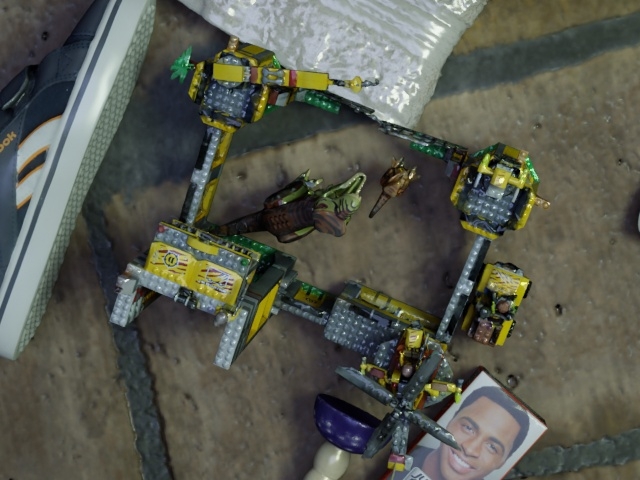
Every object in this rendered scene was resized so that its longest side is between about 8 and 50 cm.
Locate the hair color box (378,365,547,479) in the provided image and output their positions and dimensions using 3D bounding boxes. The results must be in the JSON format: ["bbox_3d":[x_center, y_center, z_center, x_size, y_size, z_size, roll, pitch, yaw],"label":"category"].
[{"bbox_3d":[0.110,0.178,1.075,0.072,0.043,0.141,41,95,5],"label":"hair color box"}]

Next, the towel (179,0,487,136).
[{"bbox_3d":[-0.003,-0.233,1.074,0.282,0.049,0.187,31,95,4],"label":"towel"}]

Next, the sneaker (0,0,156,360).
[{"bbox_3d":[-0.242,-0.070,1.066,0.127,0.126,0.321,24,96,-1],"label":"sneaker"}]

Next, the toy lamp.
[{"bbox_3d":[-0.032,0.261,1.078,0.080,0.080,0.274,27,91,5],"label":"toy lamp"}]

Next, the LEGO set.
[{"bbox_3d":[0.000,0.000,0.986,0.331,0.192,0.255,30,108,4],"label":"LEGO set"}]

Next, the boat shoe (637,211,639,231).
[{"bbox_3d":[0.294,-0.053,1.052,0.046,0.038,0.125,20,88,47],"label":"boat shoe"}]
